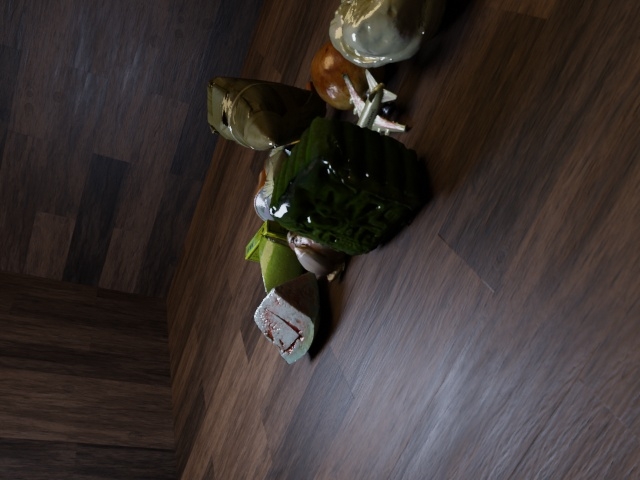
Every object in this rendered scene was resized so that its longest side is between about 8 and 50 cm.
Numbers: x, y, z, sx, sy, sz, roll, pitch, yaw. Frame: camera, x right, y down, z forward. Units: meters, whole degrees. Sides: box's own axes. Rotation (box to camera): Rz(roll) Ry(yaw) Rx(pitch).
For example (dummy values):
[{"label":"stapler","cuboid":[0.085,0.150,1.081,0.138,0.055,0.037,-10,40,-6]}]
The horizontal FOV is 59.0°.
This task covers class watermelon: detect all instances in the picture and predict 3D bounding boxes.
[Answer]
[{"label":"watermelon","cuboid":[-0.102,0.215,1.782,0.213,0.201,0.261,-55,23,40]}]

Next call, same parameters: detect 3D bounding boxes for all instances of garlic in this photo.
[{"label":"garlic","cuboid":[0.000,0.000,1.735,0.160,0.191,0.214,-40,23,15]}]

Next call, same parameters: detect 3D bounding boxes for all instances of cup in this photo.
[{"label":"cup","cuboid":[-0.176,-0.207,2.194,0.264,0.182,0.226,-106,2,-60]}]

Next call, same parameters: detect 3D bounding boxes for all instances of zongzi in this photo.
[{"label":"zongzi","cuboid":[-0.067,-0.363,1.818,0.467,0.500,0.218,44,129,42]}]

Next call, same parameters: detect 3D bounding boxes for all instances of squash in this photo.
[{"label":"squash","cuboid":[-0.162,0.126,1.973,0.189,0.189,0.260,29,101,66]}]

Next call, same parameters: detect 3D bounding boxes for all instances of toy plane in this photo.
[{"label":"toy plane","cuboid":[0.146,-0.365,1.605,0.104,0.242,0.256,-43,-12,-14]}]

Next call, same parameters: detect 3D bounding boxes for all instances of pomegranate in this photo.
[{"label":"pomegranate","cuboid":[0.088,-0.507,1.725,0.248,0.248,0.248,-44,39,51]}]

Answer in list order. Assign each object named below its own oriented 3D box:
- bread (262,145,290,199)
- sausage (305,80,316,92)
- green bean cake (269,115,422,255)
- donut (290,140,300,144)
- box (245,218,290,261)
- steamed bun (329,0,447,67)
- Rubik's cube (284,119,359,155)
[{"label":"bread","cuboid":[-0.086,-0.216,1.974,0.110,0.210,0.192,163,119,-69]},{"label":"sausage","cuboid":[-0.036,-0.585,2.269,0.039,0.041,0.131,-47,37,41]},{"label":"green bean cake","cuboid":[0.064,-0.117,1.446,0.319,0.335,0.218,126,158,-46]},{"label":"donut","cuboid":[-0.083,-0.333,2.201,0.181,0.078,0.146,-106,38,-60]},{"label":"box","cuboid":[-0.180,0.012,2.142,0.220,0.141,0.064,-46,37,51]},{"label":"steamed bun","cuboid":[0.200,-0.598,1.484,0.339,0.247,0.352,-59,29,-6]},{"label":"Rubik's cube","cuboid":[0.059,-0.197,1.828,0.250,0.284,0.234,54,157,19]}]
